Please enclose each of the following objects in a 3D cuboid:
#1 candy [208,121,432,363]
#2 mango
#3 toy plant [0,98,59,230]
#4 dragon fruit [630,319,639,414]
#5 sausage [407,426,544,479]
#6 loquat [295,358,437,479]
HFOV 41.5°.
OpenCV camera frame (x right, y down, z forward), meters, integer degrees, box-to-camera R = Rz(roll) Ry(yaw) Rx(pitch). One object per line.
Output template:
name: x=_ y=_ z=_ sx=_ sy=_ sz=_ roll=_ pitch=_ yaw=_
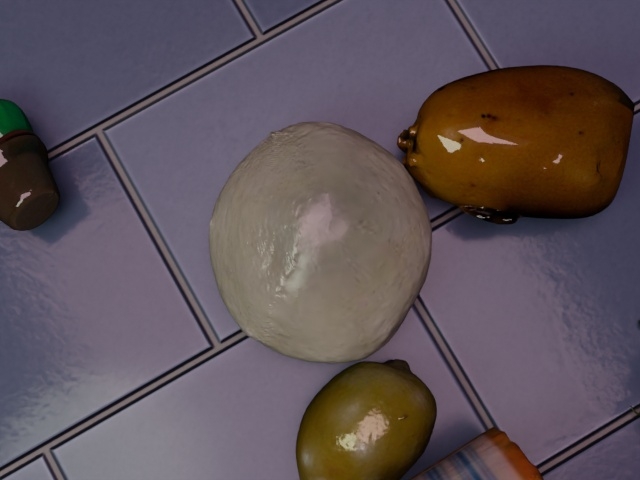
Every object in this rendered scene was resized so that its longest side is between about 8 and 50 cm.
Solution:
candy: x=0.000 y=0.000 z=1.007 sx=0.295 sy=0.185 sz=0.296 roll=1 pitch=80 yaw=-5
mango: x=0.241 y=-0.123 z=1.039 sx=0.287 sy=0.153 sz=0.201 roll=-6 pitch=53 yaw=-9
toy plant: x=-0.413 y=-0.099 z=1.069 sx=0.143 sy=0.105 sz=0.200 roll=-47 pitch=66 yaw=8
dragon fruit: x=0.458 y=0.190 z=1.011 sx=0.137 sy=0.135 sz=0.236 roll=-41 pitch=62 yaw=-6
sausage: x=0.138 y=0.372 z=0.925 sx=0.287 sy=0.233 sz=0.233 roll=-33 pitch=83 yaw=-4
loquat: x=0.050 y=0.225 z=0.987 sx=0.152 sy=0.152 sz=0.195 roll=36 pitch=83 yaw=5
